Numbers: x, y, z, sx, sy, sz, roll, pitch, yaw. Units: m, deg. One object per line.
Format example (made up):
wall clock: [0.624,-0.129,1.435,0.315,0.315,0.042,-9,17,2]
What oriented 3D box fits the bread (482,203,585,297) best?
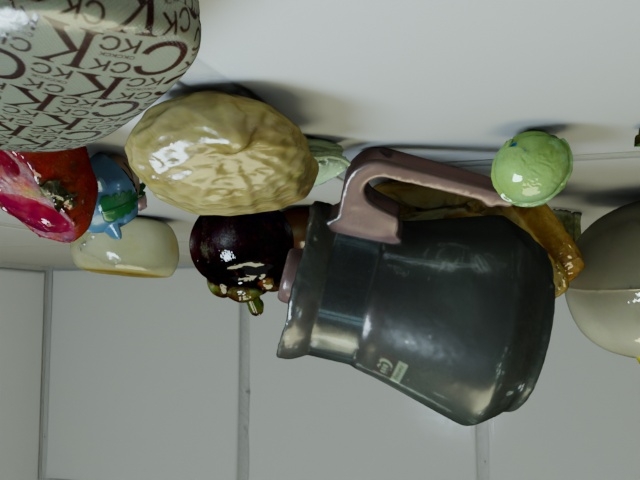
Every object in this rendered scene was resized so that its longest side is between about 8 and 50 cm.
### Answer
bread: [0.364,0.007,1.382,0.120,0.198,0.236,-36,180,4]

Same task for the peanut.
peanut: [-0.100,-0.086,0.824,0.197,0.110,0.233,0,177,0]

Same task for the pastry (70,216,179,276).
pastry: [-0.450,0.016,1.796,0.265,0.133,0.265,1,174,0]

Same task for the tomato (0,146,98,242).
tomato: [-0.332,-0.089,0.910,0.173,0.099,0.189,14,144,36]

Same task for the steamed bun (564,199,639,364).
steamed bun: [0.636,0.069,1.414,0.374,0.333,0.334,-6,172,31]

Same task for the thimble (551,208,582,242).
thimble: [0.439,0.018,1.718,0.271,0.150,0.271,0,174,0]

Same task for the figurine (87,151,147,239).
figurine: [-0.309,-0.075,1.076,0.178,0.114,0.144,10,-156,34]

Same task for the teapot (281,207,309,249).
teapot: [0.000,0.000,1.630,0.252,0.135,0.178,-2,178,32]

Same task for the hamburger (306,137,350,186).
hamburger: [-0.028,-0.101,0.991,0.084,0.054,0.121,11,167,-37]

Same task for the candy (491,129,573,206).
candy: [0.294,-0.093,1.025,0.092,0.093,0.335,16,-169,22]

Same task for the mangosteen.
mangosteen: [-0.144,0.033,1.452,0.194,0.230,0.194,-3,-174,0]

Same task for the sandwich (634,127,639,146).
sandwich: [0.400,-0.123,0.880,0.069,0.026,0.101,-3,179,-12]

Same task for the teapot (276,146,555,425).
teapot: [0.127,0.061,1.099,0.362,0.376,0.305,12,-146,-1]

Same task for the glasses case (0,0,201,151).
glasses case: [-0.200,-0.121,0.558,0.137,0.085,0.355,2,174,-30]

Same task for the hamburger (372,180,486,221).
hamburger: [0.173,-0.042,1.301,0.214,0.108,0.214,1,176,0]
